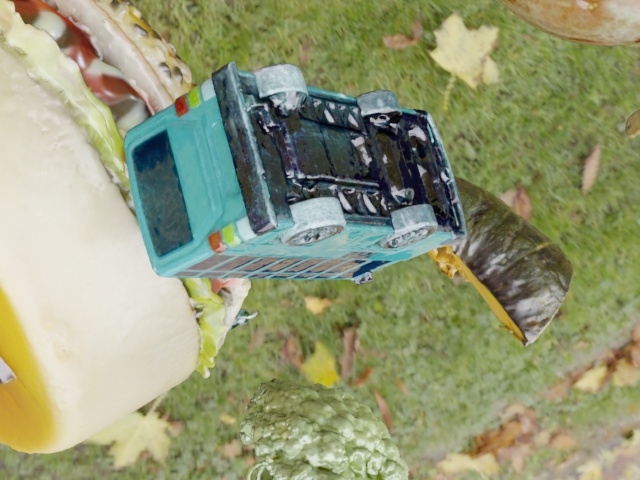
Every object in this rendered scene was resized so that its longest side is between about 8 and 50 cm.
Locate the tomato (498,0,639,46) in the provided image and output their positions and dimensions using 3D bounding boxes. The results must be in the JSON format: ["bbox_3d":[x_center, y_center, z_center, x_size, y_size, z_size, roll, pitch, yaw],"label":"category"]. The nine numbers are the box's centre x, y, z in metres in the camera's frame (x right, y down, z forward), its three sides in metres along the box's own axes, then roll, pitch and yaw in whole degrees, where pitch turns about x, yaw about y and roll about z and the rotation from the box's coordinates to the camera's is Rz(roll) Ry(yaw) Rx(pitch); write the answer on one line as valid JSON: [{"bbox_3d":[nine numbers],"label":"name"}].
[{"bbox_3d":[0.198,-0.275,0.759,0.270,0.270,0.223,54,56,-27],"label":"tomato"}]

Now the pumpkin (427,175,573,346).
[{"bbox_3d":[0.170,-0.019,1.257,0.111,0.278,0.163,-40,114,-1],"label":"pumpkin"}]

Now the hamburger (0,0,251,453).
[{"bbox_3d":[-0.168,-0.023,0.640,0.176,0.300,0.300,-44,125,-35],"label":"hamburger"}]

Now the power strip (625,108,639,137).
[{"bbox_3d":[0.328,-0.140,0.778,0.044,0.064,0.305,15,150,-25],"label":"power strip"}]

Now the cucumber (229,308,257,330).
[{"bbox_3d":[-0.143,0.091,1.319,0.155,0.037,0.037,-5,122,29],"label":"cucumber"}]

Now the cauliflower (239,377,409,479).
[{"bbox_3d":[-0.010,0.329,1.443,0.260,0.327,0.281,26,102,6],"label":"cauliflower"}]

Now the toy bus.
[{"bbox_3d":[-0.008,-0.025,0.540,0.091,0.079,0.160,-25,164,34],"label":"toy bus"}]
